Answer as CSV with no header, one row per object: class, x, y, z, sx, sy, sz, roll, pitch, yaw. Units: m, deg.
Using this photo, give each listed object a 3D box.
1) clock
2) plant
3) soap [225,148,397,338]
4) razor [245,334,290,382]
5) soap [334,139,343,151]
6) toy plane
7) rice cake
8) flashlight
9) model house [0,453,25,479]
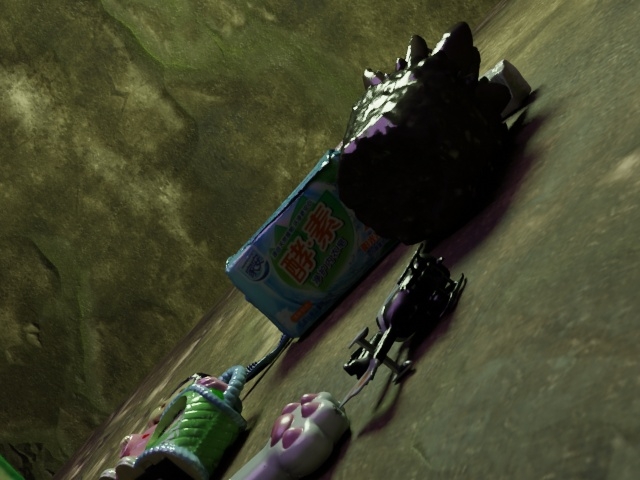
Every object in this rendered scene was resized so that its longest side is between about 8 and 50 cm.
clock,-0.165,0.240,1.008,0.194,0.100,0.195,-38,13,35
plant,0.140,-0.134,0.986,0.181,0.194,0.321,-27,21,36
soap,0.000,0.000,1.112,0.293,0.156,0.077,-47,8,11
razor,-0.073,0.160,1.184,0.154,0.028,0.044,-51,-13,-24
soap,0.125,-0.224,1.858,0.203,0.122,0.065,-47,6,-11
toy plane,0.072,0.067,0.698,0.078,0.053,0.197,-53,0,41
rice cake,0.206,-0.183,1.248,0.056,0.073,0.365,-47,5,-25
flashlight,-0.057,0.207,0.678,0.200,0.047,0.093,-46,6,4
model house,-0.635,0.505,1.216,0.342,0.382,0.335,-41,8,32
